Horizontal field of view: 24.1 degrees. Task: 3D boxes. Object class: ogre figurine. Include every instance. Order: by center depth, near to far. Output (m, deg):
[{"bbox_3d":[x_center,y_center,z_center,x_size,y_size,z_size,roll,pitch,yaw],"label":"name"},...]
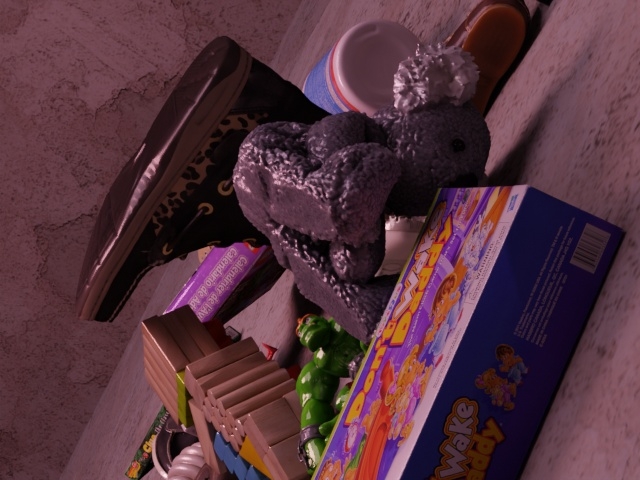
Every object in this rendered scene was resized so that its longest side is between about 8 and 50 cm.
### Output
[{"bbox_3d":[0.031,0.115,1.398,0.118,0.097,0.197,-127,45,-58],"label":"ogre figurine"}]

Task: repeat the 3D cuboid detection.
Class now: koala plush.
[{"bbox_3d":[0.058,-0.061,1.313,0.221,0.196,0.203,-35,43,-20],"label":"koala plush"}]

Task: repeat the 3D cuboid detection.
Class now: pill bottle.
[{"bbox_3d":[0.046,-0.189,1.901,0.124,0.124,0.221,-69,12,-17],"label":"pill bottle"}]

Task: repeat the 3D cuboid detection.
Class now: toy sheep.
[{"bbox_3d":[-0.152,0.302,1.895,0.132,0.091,0.091,-50,-2,-39],"label":"toy sheep"}]

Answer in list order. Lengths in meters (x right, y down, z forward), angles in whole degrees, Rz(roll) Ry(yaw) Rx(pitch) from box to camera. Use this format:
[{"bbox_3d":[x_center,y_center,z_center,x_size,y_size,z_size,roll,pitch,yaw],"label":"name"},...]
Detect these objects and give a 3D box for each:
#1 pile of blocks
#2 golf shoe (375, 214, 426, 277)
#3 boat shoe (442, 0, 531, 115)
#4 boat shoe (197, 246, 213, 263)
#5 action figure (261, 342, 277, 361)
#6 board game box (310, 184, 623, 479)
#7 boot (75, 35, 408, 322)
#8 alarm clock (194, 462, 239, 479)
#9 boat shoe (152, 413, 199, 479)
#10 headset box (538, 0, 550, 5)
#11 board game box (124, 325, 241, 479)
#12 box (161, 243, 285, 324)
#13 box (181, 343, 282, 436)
[{"bbox_3d":[-0.073,0.180,1.649,0.362,0.113,0.149,32,139,53],"label":"pile of blocks"},{"bbox_3d":[0.069,0.030,1.518,0.176,0.069,0.086,130,141,-66],"label":"golf shoe"},{"bbox_3d":[0.144,-0.164,1.517,0.207,0.073,0.073,-52,14,29],"label":"boat shoe"},{"bbox_3d":[-0.147,-0.002,2.517,0.324,0.123,0.120,134,154,-84],"label":"boat shoe"},{"bbox_3d":[-0.093,0.193,2.007,0.115,0.030,0.038,-68,15,-5],"label":"action figure"},{"bbox_3d":[0.082,0.132,1.117,0.347,0.078,0.233,-66,10,-3],"label":"board game box"},{"bbox_3d":[-0.084,-0.017,1.665,0.377,0.284,0.138,-57,23,24],"label":"boot"},{"bbox_3d":[-0.123,0.307,1.764,0.192,0.064,0.129,-93,26,-63],"label":"alarm clock"},{"bbox_3d":[-0.184,0.266,2.138,0.079,0.084,0.233,-61,8,26],"label":"boat shoe"},{"bbox_3d":[0.219,-0.273,1.484,0.062,0.032,0.083,-63,12,17],"label":"headset box"},{"bbox_3d":[-0.216,0.256,2.345,0.259,0.030,0.136,-60,-13,30],"label":"board game box"},{"bbox_3d":[-0.084,0.019,1.925,0.201,0.057,0.293,-52,-7,25],"label":"box"},{"bbox_3d":[-0.111,0.193,1.879,0.114,0.103,0.203,-65,10,-1],"label":"box"}]
